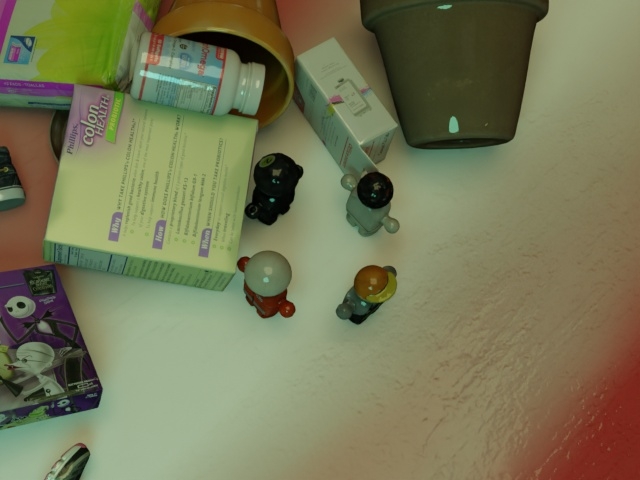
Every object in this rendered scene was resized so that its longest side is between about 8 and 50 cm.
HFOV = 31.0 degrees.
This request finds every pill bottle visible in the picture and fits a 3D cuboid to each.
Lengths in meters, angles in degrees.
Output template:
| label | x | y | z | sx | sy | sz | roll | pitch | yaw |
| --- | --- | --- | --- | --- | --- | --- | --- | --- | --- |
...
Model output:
| label | x | y | z | sx | sy | sz | roll | pitch | yaw |
| --- | --- | --- | --- | --- | --- | --- | --- | --- | --- |
| pill bottle | -0.155 | -0.206 | 1.458 | 0.160 | 0.087 | 0.087 | 10 | 69 | -11 |

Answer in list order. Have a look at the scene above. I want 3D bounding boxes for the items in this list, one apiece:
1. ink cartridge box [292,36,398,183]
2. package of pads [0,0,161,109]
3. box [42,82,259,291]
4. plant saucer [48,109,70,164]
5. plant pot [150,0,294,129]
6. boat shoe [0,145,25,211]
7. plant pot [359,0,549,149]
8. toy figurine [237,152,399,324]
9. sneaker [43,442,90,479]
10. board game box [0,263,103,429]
| label | x | y | z | sx | sy | sz | roll | pitch | yaw |
| --- | --- | --- | --- | --- | --- | --- | --- | --- | --- |
| ink cartridge box | 0.040 | -0.166 | 1.594 | 0.067 | 0.115 | 0.198 | -30 | 76 | -16 |
| package of pads | -0.340 | -0.322 | 1.595 | 0.229 | 0.101 | 0.296 | 4 | 67 | 12 |
| box | -0.221 | -0.065 | 1.504 | 0.243 | 0.117 | 0.213 | 10 | 73 | -11 |
| plant saucer | -0.289 | -0.145 | 1.599 | 0.169 | 0.029 | 0.168 | 2 | 70 | -5 |
| plant pot | -0.135 | -0.281 | 1.588 | 0.205 | 0.205 | 0.187 | 5 | 54 | -4 |
| boat shoe | -0.488 | -0.069 | 1.521 | 0.183 | 0.065 | 0.083 | -14 | 77 | -28 |
| plant pot | 0.187 | -0.246 | 1.592 | 0.263 | 0.263 | 0.229 | -2 | 89 | -7 |
| toy figurine | 0.000 | 0.000 | 1.510 | 0.210 | 0.148 | 0.213 | 7 | 69 | -3 |
| sneaker | -0.310 | 0.333 | 1.401 | 0.075 | 0.063 | 0.170 | 22 | 74 | 3 |
| board game box | -0.458 | 0.142 | 1.382 | 0.347 | 0.056 | 0.208 | -10 | 50 | -29 |
